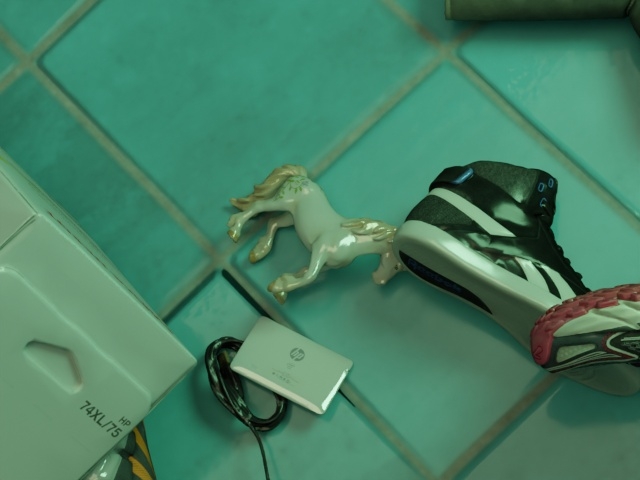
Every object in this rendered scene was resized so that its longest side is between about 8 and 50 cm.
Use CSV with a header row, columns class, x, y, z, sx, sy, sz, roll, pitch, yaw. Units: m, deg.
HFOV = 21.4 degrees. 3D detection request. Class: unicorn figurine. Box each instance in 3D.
class,x,y,z,sx,sy,sz,roll,pitch,yaw
unicorn figurine,0.000,0.000,1.325,0.111,0.060,0.162,-37,73,-1

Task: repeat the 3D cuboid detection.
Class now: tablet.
class,x,y,z,sx,sy,sz,roll,pitch,yaw
tablet,-0.022,0.097,1.319,0.083,0.006,0.054,27,61,9

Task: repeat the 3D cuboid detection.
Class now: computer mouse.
class,x,y,z,sx,sy,sz,roll,pitch,yaw
computer mouse,-0.043,0.186,1.299,0.071,0.041,0.242,-12,66,-8

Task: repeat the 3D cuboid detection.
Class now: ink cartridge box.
class,x,y,z,sx,sy,sz,roll,pitch,yaw
ink cartridge box,-0.265,0.042,1.233,0.197,0.198,0.270,-44,42,-4

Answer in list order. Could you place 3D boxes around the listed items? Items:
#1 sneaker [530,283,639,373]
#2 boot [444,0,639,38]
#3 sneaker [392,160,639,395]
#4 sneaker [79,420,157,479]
class,x,y,z,sx,sy,sz,roll,pitch,yaw
sneaker,0.293,0.087,1.186,0.299,0.121,0.112,5,88,-11
boot,0.202,-0.183,1.332,0.209,0.076,0.189,4,62,4
sneaker,0.174,0.014,1.283,0.217,0.079,0.121,34,64,3
sneaker,-0.137,0.247,1.260,0.125,0.180,0.321,-34,38,24
